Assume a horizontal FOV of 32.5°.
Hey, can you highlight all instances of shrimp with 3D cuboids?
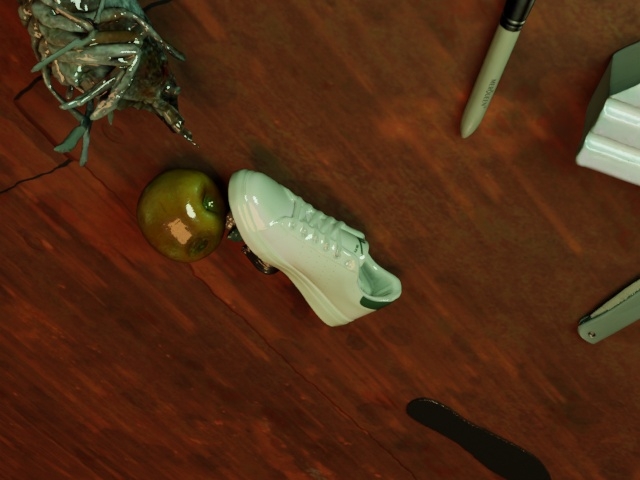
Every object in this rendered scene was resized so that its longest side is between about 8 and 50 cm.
[{"bbox_3d":[-0.269,-0.238,1.119,0.221,0.166,0.410,21,141,60],"label":"shrimp"}]

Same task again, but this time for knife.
[{"bbox_3d":[0.356,0.075,1.274,0.044,0.023,0.162,31,140,-13],"label":"knife"}]

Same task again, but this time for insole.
[{"bbox_3d":[0.235,0.296,1.598,0.253,0.005,0.086,33,139,-14],"label":"insole"}]

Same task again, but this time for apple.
[{"bbox_3d":[-0.166,-0.031,1.326,0.102,0.099,0.114,-31,77,37],"label":"apple"}]

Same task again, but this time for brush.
[{"bbox_3d":[0.175,-0.199,1.044,0.042,0.039,0.299,24,144,4],"label":"brush"}]

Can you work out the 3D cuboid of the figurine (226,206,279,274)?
[{"bbox_3d":[-0.079,-0.003,1.374,0.106,0.047,0.060,42,120,-10],"label":"figurine"}]

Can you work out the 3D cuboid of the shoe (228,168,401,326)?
[{"bbox_3d":[0.000,0.000,1.309,0.110,0.095,0.265,-14,135,29],"label":"shoe"}]

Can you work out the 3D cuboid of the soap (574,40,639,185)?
[{"bbox_3d":[0.400,-0.103,0.994,0.289,0.095,0.173,20,142,4],"label":"soap"}]
